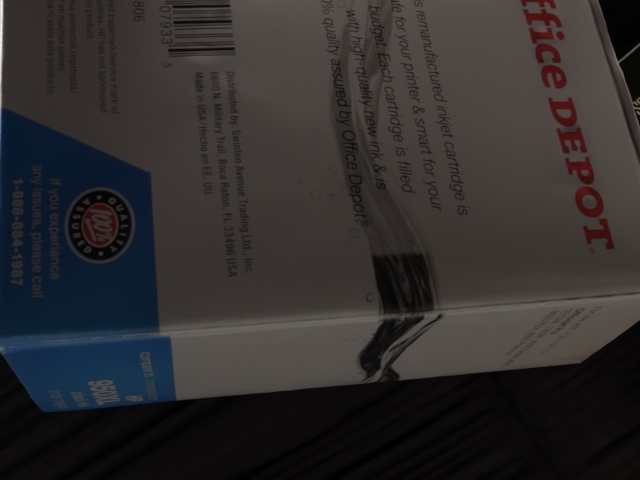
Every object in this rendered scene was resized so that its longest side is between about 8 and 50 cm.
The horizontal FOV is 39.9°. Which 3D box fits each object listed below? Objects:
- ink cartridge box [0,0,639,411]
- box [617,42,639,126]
[{"bbox_3d":[-0.003,-0.053,0.607,0.166,0.394,0.285,107,-22,-64],"label":"ink cartridge box"},{"bbox_3d":[0.298,-0.134,0.777,0.077,0.147,0.180,51,17,5],"label":"box"}]
